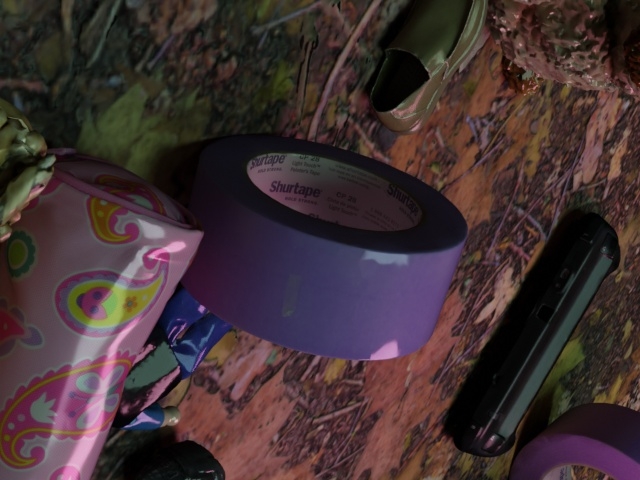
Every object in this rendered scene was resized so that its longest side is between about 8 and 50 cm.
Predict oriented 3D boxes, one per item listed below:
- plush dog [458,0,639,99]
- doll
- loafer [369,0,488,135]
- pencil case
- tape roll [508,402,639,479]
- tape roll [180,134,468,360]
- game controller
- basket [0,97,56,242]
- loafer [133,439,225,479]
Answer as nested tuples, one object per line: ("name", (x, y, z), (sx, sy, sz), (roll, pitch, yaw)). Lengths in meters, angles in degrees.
("plush dog", (0.263, -0.181, 1.013), (0.262, 0.225, 0.211), (-28, 137, -41))
("doll", (-0.120, 0.088, 0.865), (0.189, 0.046, 0.129), (-41, 143, -29))
("loafer", (0.084, -0.151, 0.947), (0.050, 0.056, 0.148), (-3, 118, -61))
("pencil case", (-0.174, 0.087, 0.723), (0.124, 0.124, 0.284), (12, 106, -57))
("tape roll", (0.385, 0.355, 1.585), (0.090, 0.274, 0.275), (-29, 137, -39))
("tape roll", (0.000, 0.000, 0.825), (0.189, 0.189, 0.080), (-13, 127, -50))
("game controller", (0.260, 0.118, 1.434), (0.319, 0.067, 0.166), (-59, 163, -1))
("basket", (-0.290, 0.016, 0.519), (0.213, 0.223, 0.299), (32, 88, -26))
("loafer", (-0.131, 0.265, 0.975), (0.078, 0.076, 0.223), (-14, 122, -43))
